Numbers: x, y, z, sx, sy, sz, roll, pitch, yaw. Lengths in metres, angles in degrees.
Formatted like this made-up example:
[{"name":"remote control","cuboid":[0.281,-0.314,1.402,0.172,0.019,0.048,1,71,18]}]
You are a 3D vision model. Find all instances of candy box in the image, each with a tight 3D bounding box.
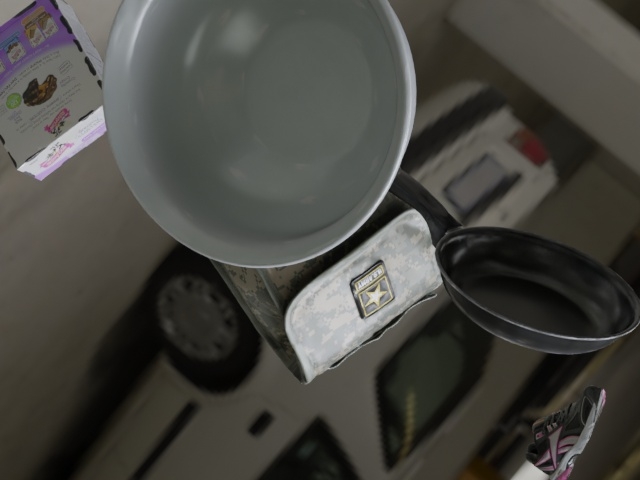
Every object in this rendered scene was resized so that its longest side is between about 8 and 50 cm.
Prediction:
[{"name":"candy box","cuboid":[-0.375,-0.209,2.136,0.165,0.196,0.070,-35,160,9]}]

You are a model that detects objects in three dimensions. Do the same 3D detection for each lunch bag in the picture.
[{"name":"lunch bag","cuboid":[0.000,0.000,1.899,0.235,0.287,0.169,-36,-174,-18]}]

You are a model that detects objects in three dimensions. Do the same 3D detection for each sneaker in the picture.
[{"name":"sneaker","cuboid":[0.337,0.269,2.203,0.072,0.077,0.178,-52,166,-54]}]

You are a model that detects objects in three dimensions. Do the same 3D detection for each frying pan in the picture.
[{"name":"frying pan","cuboid":[0.140,0.021,1.461,0.197,0.326,0.053,-39,148,-59]}]

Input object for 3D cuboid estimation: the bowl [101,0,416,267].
[{"name":"bowl","cuboid":[-0.032,-0.130,1.371,0.298,0.298,0.134,-52,163,23]}]
